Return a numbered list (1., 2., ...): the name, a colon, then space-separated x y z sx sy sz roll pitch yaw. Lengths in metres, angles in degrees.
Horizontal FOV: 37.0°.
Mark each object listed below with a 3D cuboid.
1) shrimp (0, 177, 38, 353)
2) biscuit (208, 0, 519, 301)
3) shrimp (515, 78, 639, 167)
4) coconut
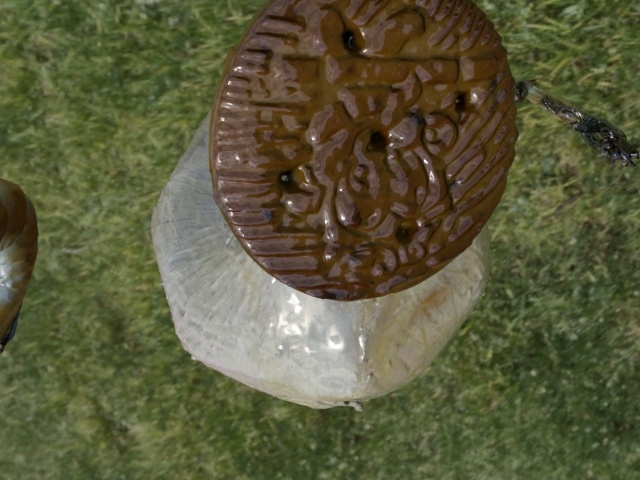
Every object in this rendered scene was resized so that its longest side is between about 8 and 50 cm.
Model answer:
1. shrimp: -0.268 0.034 0.720 0.049 0.161 0.166 20 121 10
2. biscuit: 0.029 -0.055 0.518 0.027 0.188 0.187 -148 51 -60
3. shrimp: 0.419 -0.205 1.601 0.054 0.222 0.290 -59 19 17
4. coconut: 0.000 0.000 1.088 0.405 0.405 0.404 17 117 37
